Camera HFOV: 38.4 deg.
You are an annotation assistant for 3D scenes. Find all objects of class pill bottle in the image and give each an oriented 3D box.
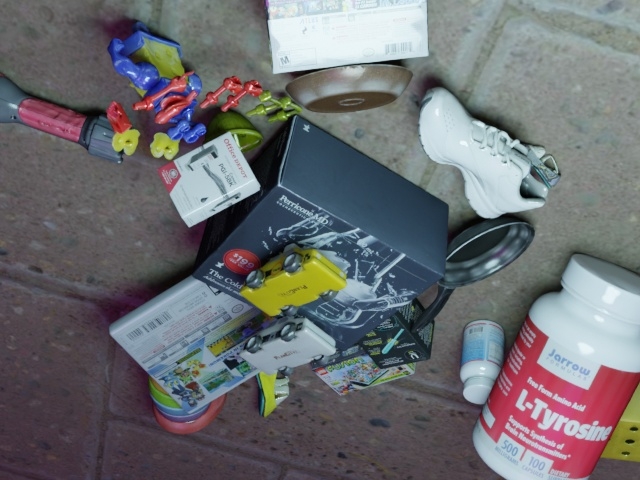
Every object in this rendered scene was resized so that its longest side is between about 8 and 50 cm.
[{"bbox_3d":[0.327,0.246,1.858,0.087,0.160,0.087,8,137,7],"label":"pill bottle"},{"bbox_3d":[0.455,0.242,1.681,0.229,0.229,0.407,19,108,-6],"label":"pill bottle"}]

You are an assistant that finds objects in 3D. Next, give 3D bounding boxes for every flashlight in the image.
[{"bbox_3d":[-0.486,-0.220,1.611,0.304,0.103,0.103,19,135,-4],"label":"flashlight"}]

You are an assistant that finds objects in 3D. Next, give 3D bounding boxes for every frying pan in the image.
[{"bbox_3d":[0.281,0.055,1.706,0.197,0.053,0.326,-15,151,-20],"label":"frying pan"}]

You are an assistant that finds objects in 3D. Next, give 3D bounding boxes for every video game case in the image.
[{"bbox_3d":[-0.222,0.193,1.930,0.329,0.036,0.300,-31,127,4],"label":"video game case"},{"bbox_3d":[0.034,-0.351,1.294,0.232,0.041,0.210,-8,120,-2],"label":"video game case"}]

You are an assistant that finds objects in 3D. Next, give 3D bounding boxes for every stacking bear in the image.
[{"bbox_3d":[-0.315,0.290,2.083,0.176,0.164,0.289,8,133,6],"label":"stacking bear"}]

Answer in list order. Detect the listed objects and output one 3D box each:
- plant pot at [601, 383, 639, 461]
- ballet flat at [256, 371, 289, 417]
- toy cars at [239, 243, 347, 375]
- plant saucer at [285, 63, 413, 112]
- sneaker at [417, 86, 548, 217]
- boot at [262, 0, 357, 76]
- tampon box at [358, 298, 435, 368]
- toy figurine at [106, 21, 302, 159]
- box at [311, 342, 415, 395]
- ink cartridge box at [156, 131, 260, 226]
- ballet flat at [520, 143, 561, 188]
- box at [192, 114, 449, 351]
[{"bbox_3d":[0.617,0.326,1.850,0.212,0.187,0.212,5,137,10],"label":"plant pot"},{"bbox_3d":[-0.111,0.337,2.139,0.077,0.077,0.230,-5,135,-4],"label":"ballet flat"},{"bbox_3d":[-0.047,0.116,1.603,0.177,0.087,0.393,13,143,5],"label":"toy cars"},{"bbox_3d":[0.046,-0.229,1.421,0.199,0.036,0.198,-7,176,0],"label":"plant saucer"},{"bbox_3d":[0.264,-0.146,1.475,0.129,0.111,0.297,-1,149,45],"label":"sneaker"},{"bbox_3d":[0.022,-0.367,1.359,0.207,0.090,0.248,-14,128,8],"label":"boot"},{"bbox_3d":[0.140,0.168,1.865,0.121,0.101,0.161,-16,131,29],"label":"tampon box"},{"bbox_3d":[-0.218,-0.270,1.474,0.191,0.217,0.363,-37,163,25],"label":"toy figurine"},{"bbox_3d":[0.094,0.278,2.044,0.207,0.036,0.114,-24,126,34],"label":"box"},{"bbox_3d":[-0.180,-0.099,1.485,0.135,0.099,0.056,-29,165,-4],"label":"ink cartridge box"},{"bbox_3d":[0.364,-0.135,1.536,0.041,0.041,0.114,-28,124,36],"label":"ballet flat"},{"bbox_3d":[0.000,0.000,1.656,0.343,0.178,0.312,28,135,-19],"label":"box"}]
